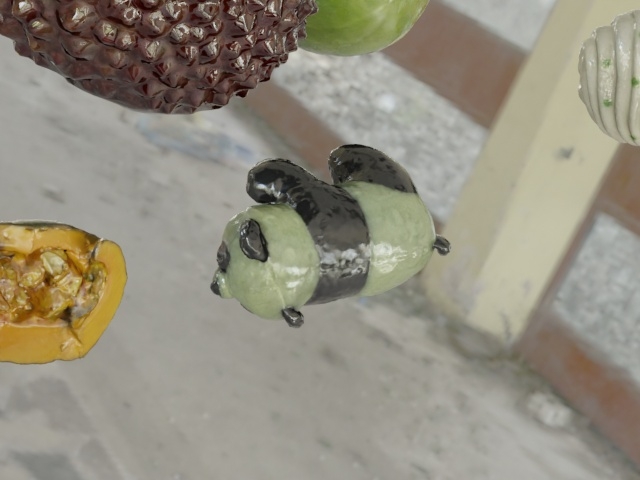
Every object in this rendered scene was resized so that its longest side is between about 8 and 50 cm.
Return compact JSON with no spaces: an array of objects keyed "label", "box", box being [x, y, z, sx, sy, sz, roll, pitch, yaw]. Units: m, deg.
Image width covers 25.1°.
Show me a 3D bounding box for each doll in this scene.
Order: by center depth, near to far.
[{"label":"doll","box":[0.001,-0.002,1.367,0.234,0.143,0.135,-11,26,-29]}]

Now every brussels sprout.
[{"label":"brussels sprout","box":[0.014,-0.395,1.814,0.268,0.344,0.344,-27,45,-27]}]

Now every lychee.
[{"label":"lychee","box":[-0.135,-0.255,1.203,0.306,0.306,0.330,20,-27,-19]}]

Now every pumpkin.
[{"label":"pumpkin","box":[-0.239,0.045,1.079,0.108,0.119,0.183,21,25,25]}]

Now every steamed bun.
[{"label":"steamed bun","box":[0.403,-0.204,1.823,0.183,0.182,0.106,30,34,16]}]
